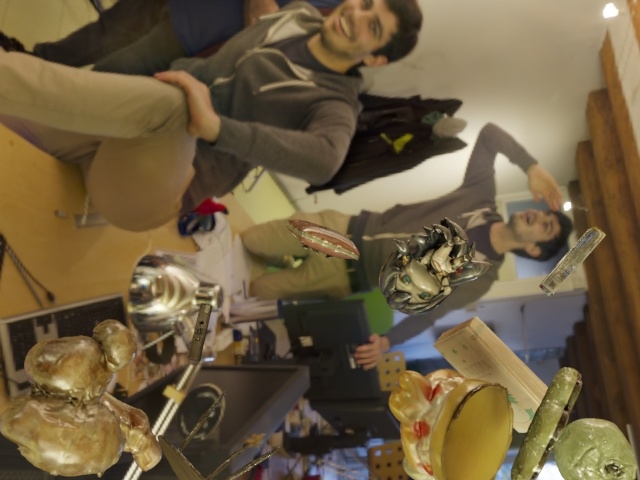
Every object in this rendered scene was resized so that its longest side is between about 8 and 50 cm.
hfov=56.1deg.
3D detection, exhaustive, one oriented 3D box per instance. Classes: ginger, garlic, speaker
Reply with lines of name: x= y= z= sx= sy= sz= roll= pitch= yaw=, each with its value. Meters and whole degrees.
ginger: x=-0.481 y=0.298 z=1.179 sx=0.244 sy=0.155 sz=0.304 roll=19 pitch=70 yaw=-32
garlic: x=-0.475 y=0.428 z=1.406 sx=0.217 sy=0.227 sz=0.110 roll=50 pitch=57 yaw=-23
speaker: x=-0.406 y=0.310 z=2.028 sx=0.046 sy=0.040 sz=0.191 roll=114 pitch=-13 yaw=-74

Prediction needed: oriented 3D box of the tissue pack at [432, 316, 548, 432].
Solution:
tissue pack: x=0.454 y=0.345 z=1.530 sx=0.071 sy=0.325 sz=0.170 roll=-42 pitch=175 yaw=-31

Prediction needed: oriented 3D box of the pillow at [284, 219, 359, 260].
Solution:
pillow: x=0.000 y=0.000 z=1.585 sx=0.075 sy=0.179 sz=0.171 roll=-67 pitch=-159 yaw=7

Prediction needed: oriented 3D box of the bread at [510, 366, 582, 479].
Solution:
bread: x=0.464 y=0.377 z=1.235 sx=0.287 sy=0.056 sz=0.207 roll=-59 pitch=157 yaw=-16

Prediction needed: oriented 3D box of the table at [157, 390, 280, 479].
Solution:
table: x=-0.315 y=0.682 z=1.907 sx=0.249 sy=0.317 sz=0.318 roll=-37 pitch=127 yaw=-32

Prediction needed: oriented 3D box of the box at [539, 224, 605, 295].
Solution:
box: x=0.645 y=0.053 z=1.539 sx=0.041 sy=0.207 sz=0.050 roll=41 pitch=0 yaw=16

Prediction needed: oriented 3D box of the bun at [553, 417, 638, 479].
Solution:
bun: x=0.735 y=0.589 z=1.605 sx=0.108 sy=0.221 sz=0.222 roll=-44 pitch=125 yaw=-77

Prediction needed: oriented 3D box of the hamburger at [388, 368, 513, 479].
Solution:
hamburger: x=0.285 y=0.419 z=1.366 sx=0.302 sy=0.186 sz=0.261 roll=32 pitch=77 yaw=-42

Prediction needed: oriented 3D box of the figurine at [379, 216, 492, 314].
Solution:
figurine: x=0.252 y=0.061 z=1.376 sx=0.197 sy=0.265 sz=0.175 roll=-9 pitch=69 yaw=-59

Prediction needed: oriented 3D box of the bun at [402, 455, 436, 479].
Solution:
bun: x=0.368 y=0.689 z=1.859 sx=0.133 sy=0.231 sz=0.231 roll=65 pitch=11 yaw=9
